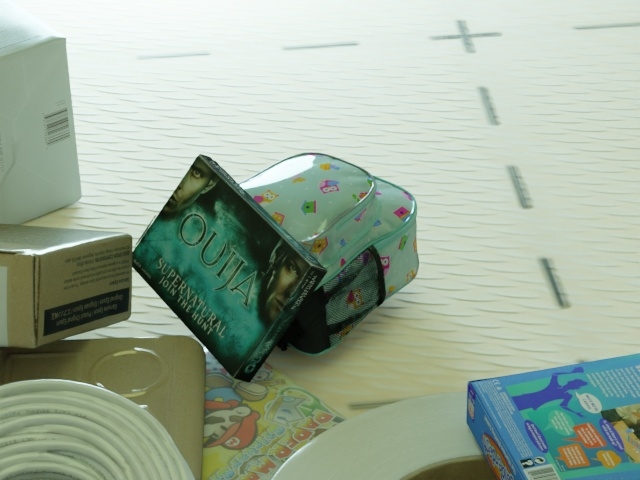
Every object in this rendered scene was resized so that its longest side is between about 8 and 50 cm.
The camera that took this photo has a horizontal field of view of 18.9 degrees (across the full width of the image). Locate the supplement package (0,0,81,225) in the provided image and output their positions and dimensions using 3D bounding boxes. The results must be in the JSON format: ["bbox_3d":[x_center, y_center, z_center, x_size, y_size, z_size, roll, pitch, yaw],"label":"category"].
[{"bbox_3d":[-0.367,-0.140,1.987,0.149,0.194,0.203,-23,39,-31],"label":"supplement package"}]

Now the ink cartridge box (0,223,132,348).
[{"bbox_3d":[-0.313,0.035,1.729,0.234,0.088,0.193,4,8,20],"label":"ink cartridge box"}]

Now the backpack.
[{"bbox_3d":[0.000,0.000,1.808,0.166,0.144,0.188,22,36,40],"label":"backpack"}]

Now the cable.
[{"bbox_3d":[-0.209,0.227,1.455,0.257,0.089,0.257,37,57,25],"label":"cable"}]

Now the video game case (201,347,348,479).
[{"bbox_3d":[-0.103,0.176,1.641,0.227,0.026,0.206,-25,40,-33],"label":"video game case"}]

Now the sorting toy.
[{"bbox_3d":[-0.203,0.148,1.638,0.208,0.038,0.193,2,33,-3],"label":"sorting toy"}]

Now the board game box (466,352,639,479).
[{"bbox_3d":[0.239,0.156,1.511,0.210,0.047,0.160,-8,33,-11],"label":"board game box"}]

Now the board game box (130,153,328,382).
[{"bbox_3d":[-0.087,0.022,1.727,0.026,0.126,0.186,21,18,-50],"label":"board game box"}]

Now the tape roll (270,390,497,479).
[{"bbox_3d":[0.134,0.256,1.468,0.392,0.072,0.392,-1,32,0],"label":"tape roll"}]
